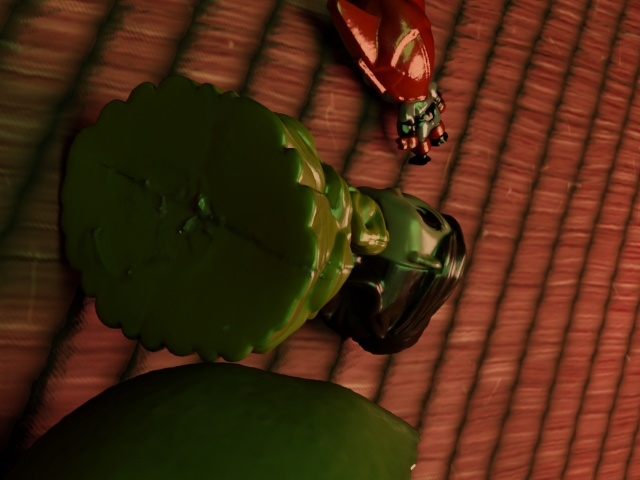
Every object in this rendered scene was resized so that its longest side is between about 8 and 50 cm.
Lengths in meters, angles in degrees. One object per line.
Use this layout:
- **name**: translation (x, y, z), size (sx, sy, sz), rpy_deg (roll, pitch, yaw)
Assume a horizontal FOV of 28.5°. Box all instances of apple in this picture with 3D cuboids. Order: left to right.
- **apple**: translation (-0.078, 0.204, 0.687), size (0.295, 0.234, 0.257), rpy_deg (86, 20, -49)

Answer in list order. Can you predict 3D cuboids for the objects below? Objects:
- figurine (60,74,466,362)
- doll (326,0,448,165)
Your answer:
- **figurine**: translation (0.001, -0.004, 0.857), size (0.315, 0.187, 0.168), rpy_deg (6, 81, -58)
- **doll**: translation (0.065, -0.141, 0.998), size (0.109, 0.057, 0.169), rpy_deg (-47, 123, -35)
